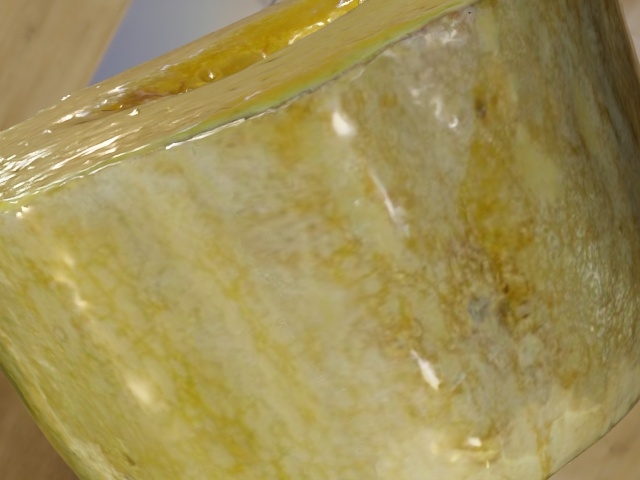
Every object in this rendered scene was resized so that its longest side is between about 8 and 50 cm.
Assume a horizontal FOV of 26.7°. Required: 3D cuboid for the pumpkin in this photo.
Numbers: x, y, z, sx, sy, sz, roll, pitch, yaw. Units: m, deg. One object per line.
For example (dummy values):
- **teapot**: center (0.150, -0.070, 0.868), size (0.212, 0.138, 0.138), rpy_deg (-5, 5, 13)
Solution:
- **pumpkin**: center (0.000, 0.000, 0.587), size (0.332, 0.332, 0.199), rpy_deg (-70, -42, -74)
